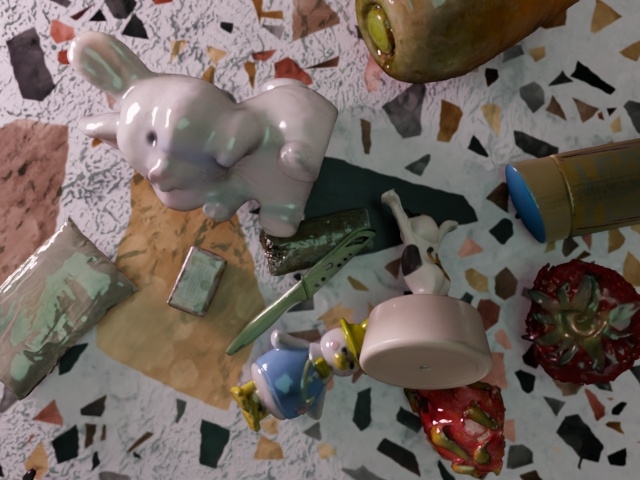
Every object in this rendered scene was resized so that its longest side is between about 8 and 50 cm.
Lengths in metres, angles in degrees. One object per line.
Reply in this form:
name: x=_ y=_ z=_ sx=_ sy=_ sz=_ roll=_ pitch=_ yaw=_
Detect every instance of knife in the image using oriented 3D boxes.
knife: x=-0.031 y=0.078 z=0.890 sx=0.293 sy=0.020 sz=0.043 roll=-43 pitch=128 yaw=10

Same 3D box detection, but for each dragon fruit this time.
dragon fruit: x=0.203 y=0.255 z=0.901 sx=0.150 sy=0.133 sz=0.207 roll=-31 pitch=74 yaw=-34

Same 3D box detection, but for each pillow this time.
pillow: x=-0.393 y=0.097 z=0.860 sx=0.148 sy=0.050 sz=0.229 roll=45 pitch=79 yaw=-8

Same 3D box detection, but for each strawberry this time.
strawberry: x=0.411 y=0.121 z=0.919 sx=0.202 sy=0.184 sz=0.186 roll=-3 pitch=51 yaw=-46

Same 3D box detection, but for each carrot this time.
carrot: x=0.225 y=-0.373 z=0.884 sx=0.341 sy=0.224 sz=0.224 roll=-27 pitch=91 yaw=-12

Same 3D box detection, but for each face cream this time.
face cream: x=0.449 y=-0.083 z=0.976 sx=0.285 sy=0.067 sz=0.139 roll=-11 pitch=88 yaw=-9

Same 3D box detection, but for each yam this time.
yam: x=0.000 y=0.000 z=0.906 sx=0.179 sy=0.078 sz=0.078 roll=-13 pitch=89 yaw=-9

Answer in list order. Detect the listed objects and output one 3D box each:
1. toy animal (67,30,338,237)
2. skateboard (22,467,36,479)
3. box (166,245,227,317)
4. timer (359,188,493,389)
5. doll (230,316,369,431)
toy animal: x=-0.162 y=-0.160 z=0.838 sx=0.368 sy=0.196 sz=0.241 roll=9 pitch=48 yaw=-9
skateboard: x=-0.439 y=0.396 z=0.821 sx=0.151 sy=0.080 sz=0.067 roll=-40 pitch=99 yaw=-6
box: x=-0.183 y=0.061 z=0.893 sx=0.062 sy=0.045 sz=0.098 roll=21 pitch=83 yaw=-7
timer: x=0.149 y=0.061 z=0.865 sx=0.175 sy=0.175 sz=0.265 roll=10 pitch=57 yaw=-7
doll: x=-0.011 y=0.187 z=0.884 sx=0.241 sy=0.098 sz=0.135 roll=-26 pitch=70 yaw=-6
